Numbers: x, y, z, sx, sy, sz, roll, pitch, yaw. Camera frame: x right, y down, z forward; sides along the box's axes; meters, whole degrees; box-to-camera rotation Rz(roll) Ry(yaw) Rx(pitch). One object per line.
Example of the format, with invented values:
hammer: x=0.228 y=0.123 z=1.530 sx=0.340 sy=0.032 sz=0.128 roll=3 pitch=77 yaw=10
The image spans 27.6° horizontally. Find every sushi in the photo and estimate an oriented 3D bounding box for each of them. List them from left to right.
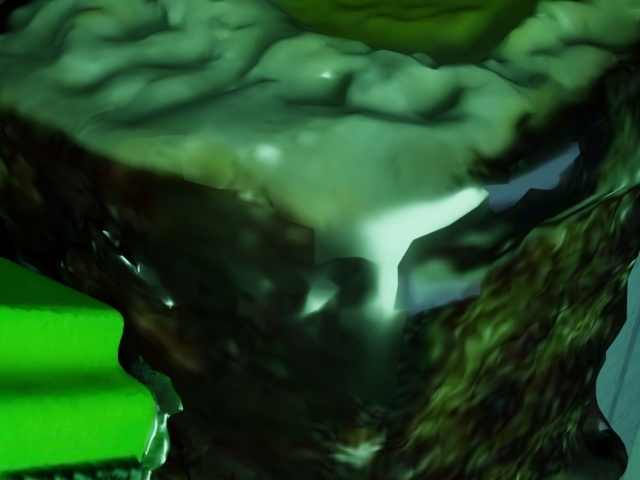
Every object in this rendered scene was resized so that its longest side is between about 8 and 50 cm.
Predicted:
sushi: x=-0.001 y=0.002 z=0.602 sx=0.281 sy=0.299 sz=0.294 roll=-24 pitch=133 yaw=-22

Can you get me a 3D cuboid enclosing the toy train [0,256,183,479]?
toy train: x=-0.169 y=0.097 z=0.436 sx=0.132 sy=0.188 sz=0.243 roll=13 pitch=97 yaw=-68
